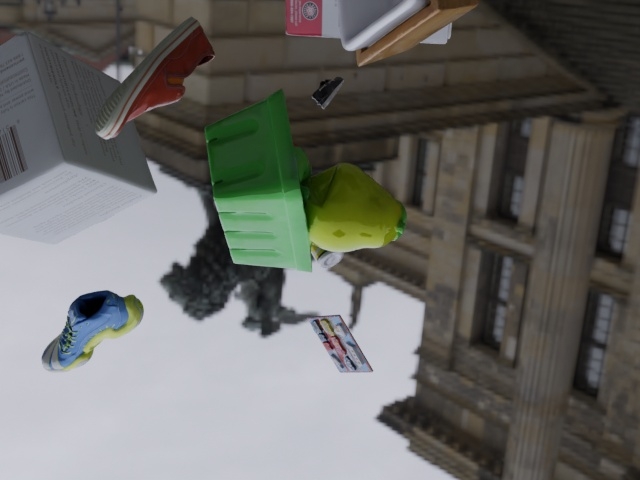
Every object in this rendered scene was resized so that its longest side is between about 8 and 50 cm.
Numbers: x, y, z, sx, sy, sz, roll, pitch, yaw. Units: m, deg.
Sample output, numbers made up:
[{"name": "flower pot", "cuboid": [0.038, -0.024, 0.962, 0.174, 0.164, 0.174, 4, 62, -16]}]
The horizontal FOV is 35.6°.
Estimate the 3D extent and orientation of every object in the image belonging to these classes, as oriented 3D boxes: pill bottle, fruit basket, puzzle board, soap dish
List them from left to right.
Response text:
[{"name": "fruit basket", "cuboid": [-0.022, -0.097, 1.974, 0.391, 0.392, 0.283, -2, -118, -17]}, {"name": "pill bottle", "cuboid": [0.000, 0.000, 2.244, 0.065, 0.065, 0.116, -10, -124, -35]}, {"name": "puzzle board", "cuboid": [0.035, 0.192, 1.832, 0.011, 0.128, 0.096, -41, -162, -33]}, {"name": "soap dish", "cuboid": [0.115, -0.413, 1.384, 0.118, 0.291, 0.229, 0, 171, -25]}]

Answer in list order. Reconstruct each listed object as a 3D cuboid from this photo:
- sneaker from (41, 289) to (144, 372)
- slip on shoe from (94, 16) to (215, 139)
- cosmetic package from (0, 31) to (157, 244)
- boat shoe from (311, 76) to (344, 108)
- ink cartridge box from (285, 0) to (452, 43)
[{"name": "sneaker", "cuboid": [-0.460, 0.161, 1.893, 0.126, 0.240, 0.091, 43, -163, -52]}, {"name": "slip on shoe", "cuboid": [-0.307, -0.298, 1.891, 0.123, 0.101, 0.331, -22, -154, 48]}, {"name": "cosmetic package", "cuboid": [-0.648, -0.216, 2.306, 0.329, 0.328, 0.393, -25, 165, 15]}, {"name": "boat shoe", "cuboid": [0.014, -0.300, 1.970, 0.038, 0.046, 0.125, 39, -144, -7]}, {"name": "ink cartridge box", "cuboid": [0.091, -0.490, 1.815, 0.306, 0.226, 0.131, 4, -145, 1]}]
